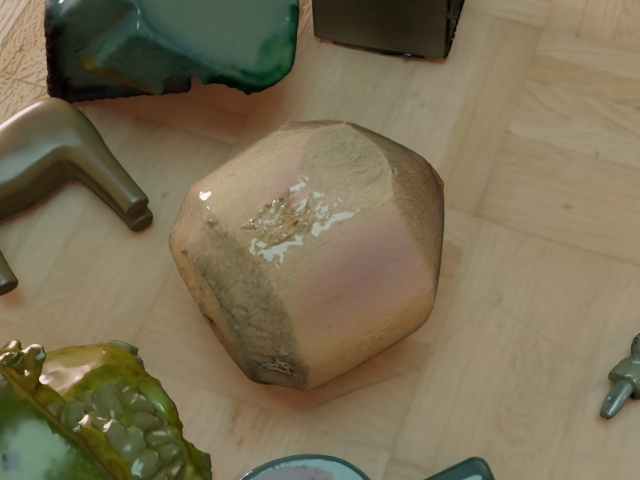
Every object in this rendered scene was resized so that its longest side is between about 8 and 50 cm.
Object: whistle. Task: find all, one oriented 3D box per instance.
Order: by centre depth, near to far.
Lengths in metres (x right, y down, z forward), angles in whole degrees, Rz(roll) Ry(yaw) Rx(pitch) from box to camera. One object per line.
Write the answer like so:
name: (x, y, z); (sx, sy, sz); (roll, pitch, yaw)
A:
whistle: (0.269, 0.112, 0.938); (0.035, 0.035, 0.100); (34, 67, 19)

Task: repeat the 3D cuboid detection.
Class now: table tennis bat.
table tennis bat: (0.025, 0.231, 0.877); (0.244, 0.040, 0.153); (-19, 60, -5)

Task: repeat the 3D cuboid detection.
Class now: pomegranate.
pomegranate: (-0.178, 0.217, 0.778); (0.260, 0.260, 0.341); (-38, 90, -19)

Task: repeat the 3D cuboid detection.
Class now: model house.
model house: (-0.181, -0.257, 1.104); (0.230, 0.248, 0.281); (16, 66, -34)

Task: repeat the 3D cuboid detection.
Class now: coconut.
coconut: (0.000, 0.000, 0.913); (0.234, 0.224, 0.224); (-35, 64, -4)

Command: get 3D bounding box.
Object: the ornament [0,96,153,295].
ornament: (-0.317, -0.054, 1.037); (0.230, 0.061, 0.245); (-35, 66, -16)

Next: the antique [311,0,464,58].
antique: (0.079, -0.289, 1.119); (0.151, 0.148, 0.147); (11, 58, 11)
